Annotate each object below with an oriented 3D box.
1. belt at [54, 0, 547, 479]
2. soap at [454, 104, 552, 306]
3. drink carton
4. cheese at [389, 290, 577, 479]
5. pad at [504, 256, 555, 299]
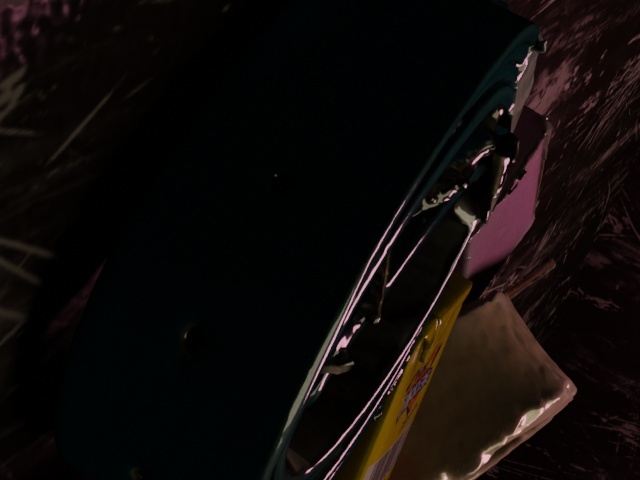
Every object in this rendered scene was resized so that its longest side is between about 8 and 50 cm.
[{"bbox_3d":[-0.001,0.001,0.931,0.436,0.173,0.300,-52,163,-29],"label":"belt"},{"bbox_3d":[0.189,-0.033,1.630,0.181,0.081,0.259,-53,164,-16],"label":"soap"},{"bbox_3d":[-0.004,0.151,1.225,0.111,0.154,0.351,-42,157,-49],"label":"drink carton"},{"bbox_3d":[0.098,0.207,1.476,0.332,0.153,0.292,-31,165,-27],"label":"cheese"},{"bbox_3d":[0.162,0.124,1.751,0.284,0.018,0.286,-40,172,22],"label":"pad"}]
